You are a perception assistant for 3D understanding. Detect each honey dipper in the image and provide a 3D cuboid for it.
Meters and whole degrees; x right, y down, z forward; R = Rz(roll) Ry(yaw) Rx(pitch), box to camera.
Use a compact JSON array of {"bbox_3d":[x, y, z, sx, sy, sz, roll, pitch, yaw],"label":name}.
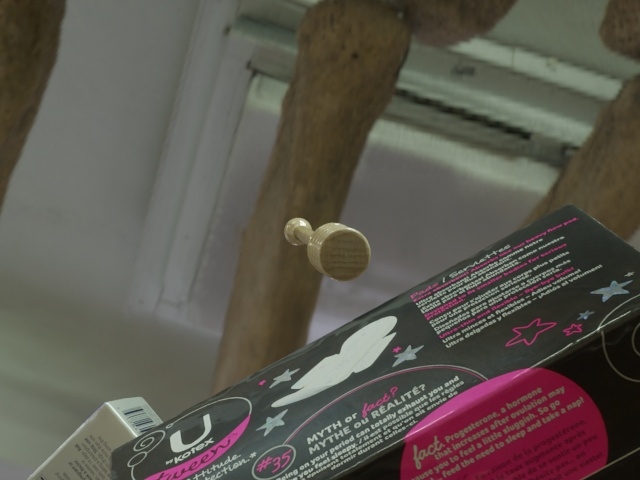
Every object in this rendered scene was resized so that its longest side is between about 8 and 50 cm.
[{"bbox_3d":[0.000,0.000,0.871,0.030,0.160,0.030,-1,-84,-9],"label":"honey dipper"}]

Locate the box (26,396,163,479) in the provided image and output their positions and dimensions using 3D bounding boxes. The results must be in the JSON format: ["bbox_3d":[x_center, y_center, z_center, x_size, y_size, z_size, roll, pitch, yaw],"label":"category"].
[{"bbox_3d":[-0.162,0.215,1.151,0.137,0.072,0.126,-44,-102,10],"label":"box"}]

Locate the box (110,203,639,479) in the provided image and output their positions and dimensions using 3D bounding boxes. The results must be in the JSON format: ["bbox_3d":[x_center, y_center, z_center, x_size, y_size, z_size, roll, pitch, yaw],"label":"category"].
[{"bbox_3d":[0.055,0.121,0.634,0.247,0.142,0.163,-28,-72,0],"label":"box"}]
